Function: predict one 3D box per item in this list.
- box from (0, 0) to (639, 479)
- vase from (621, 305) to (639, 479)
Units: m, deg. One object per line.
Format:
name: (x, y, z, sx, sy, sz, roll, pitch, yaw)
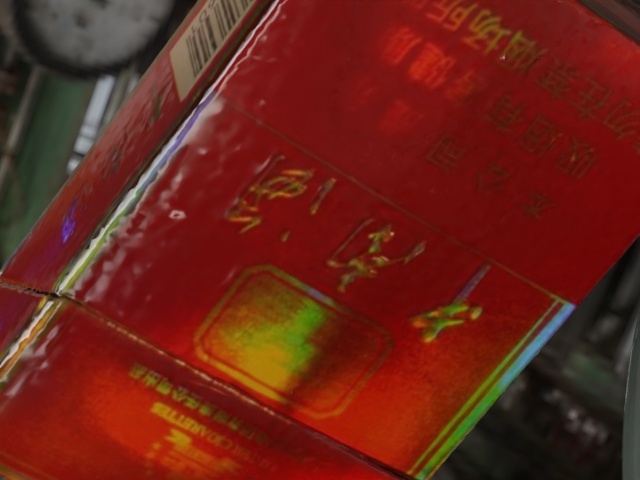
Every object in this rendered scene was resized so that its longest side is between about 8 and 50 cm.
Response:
box: (0.001, 0.000, 0.849, 0.197, 0.313, 0.089, 29, -158, -24)
vase: (0.282, 0.078, 1.415, 0.173, 0.321, 0.173, -12, -168, 3)
